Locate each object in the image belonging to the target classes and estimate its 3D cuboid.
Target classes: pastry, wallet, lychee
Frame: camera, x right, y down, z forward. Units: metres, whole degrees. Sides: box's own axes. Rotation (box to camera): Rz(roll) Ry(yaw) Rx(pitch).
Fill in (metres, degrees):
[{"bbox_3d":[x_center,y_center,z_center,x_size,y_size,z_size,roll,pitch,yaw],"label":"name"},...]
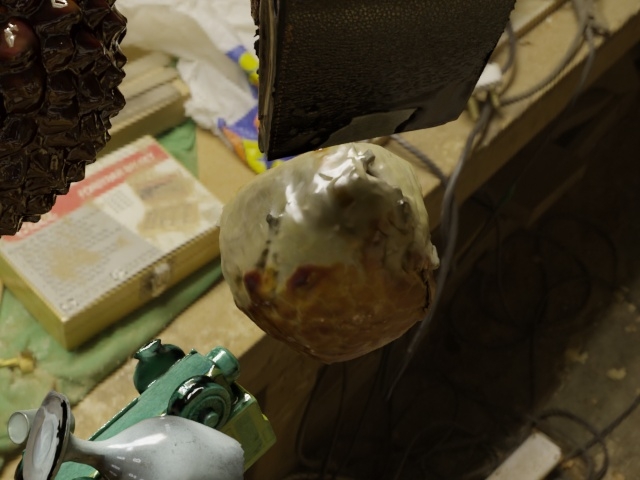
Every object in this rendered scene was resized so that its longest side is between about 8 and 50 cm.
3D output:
[{"bbox_3d":[-0.005,0.008,1.047,0.255,0.170,0.237,-21,69,16],"label":"pastry"},{"bbox_3d":[0.052,-0.169,0.849,0.220,0.262,0.071,-15,65,-14],"label":"wallet"},{"bbox_3d":[-0.275,-0.125,0.606,0.305,0.306,0.330,-8,37,-15],"label":"lychee"}]

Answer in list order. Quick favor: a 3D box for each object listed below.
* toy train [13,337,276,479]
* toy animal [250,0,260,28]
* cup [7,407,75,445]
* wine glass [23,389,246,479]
[{"bbox_3d":[-0.242,0.304,1.250,0.369,0.237,0.150,-40,49,-22],"label":"toy train"},{"bbox_3d":[-0.120,-0.541,1.933,0.179,0.219,0.116,5,4,12],"label":"toy animal"},{"bbox_3d":[-0.407,0.279,1.350,0.054,0.075,0.083,12,1,35],"label":"cup"},{"bbox_3d":[-0.211,0.257,1.077,0.241,0.126,0.126,21,43,-30],"label":"wine glass"}]
